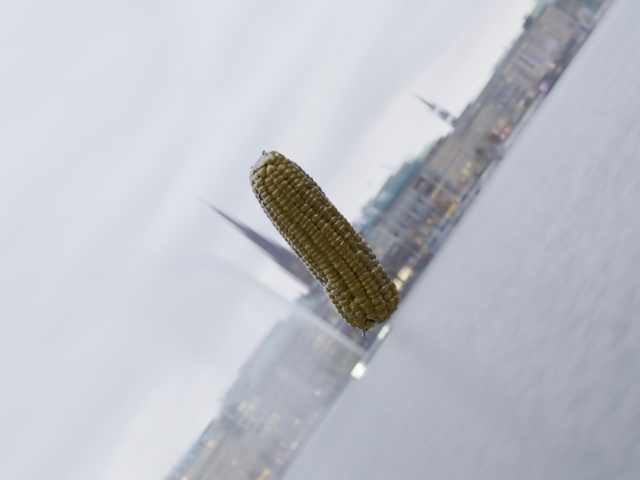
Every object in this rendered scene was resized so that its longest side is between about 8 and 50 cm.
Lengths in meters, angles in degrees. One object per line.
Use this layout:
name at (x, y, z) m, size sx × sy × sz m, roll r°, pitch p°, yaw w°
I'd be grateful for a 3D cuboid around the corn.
corn at (0.003, -0.001, 1.802) m, size 0.102 × 0.313 × 0.102 m, roll -37°, pitch 13°, yaw 10°
